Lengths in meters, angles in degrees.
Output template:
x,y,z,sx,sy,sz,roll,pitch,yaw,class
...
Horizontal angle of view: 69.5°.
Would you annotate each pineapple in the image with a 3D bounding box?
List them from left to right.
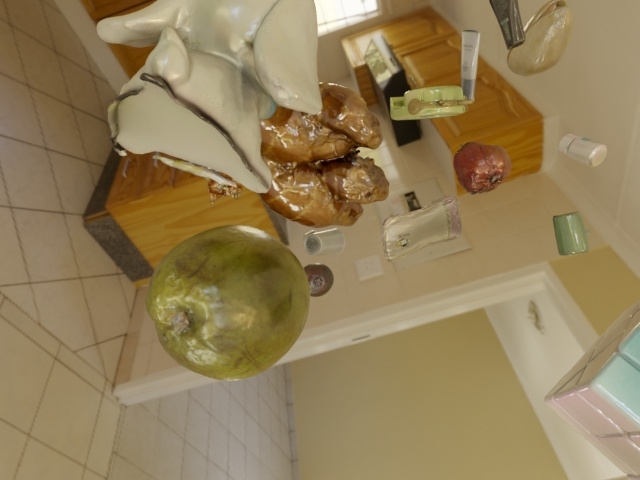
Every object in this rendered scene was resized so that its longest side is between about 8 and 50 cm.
x,y,z,sx,sy,sz,roll,pitch,yaw,class
-0.238,-0.198,0.972,0.233,0.080,0.135,54,-30,32,pineapple

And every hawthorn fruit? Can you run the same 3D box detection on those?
x,y,z,sx,sy,sz,roll,pitch,yaw,class
0.441,-0.215,1.288,0.148,0.148,0.172,65,-1,-52,hawthorn fruit

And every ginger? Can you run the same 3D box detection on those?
x,y,z,sx,sy,sz,roll,pitch,yaw,class
-0.009,-0.157,0.890,0.152,0.275,0.357,-76,160,-45,ginger

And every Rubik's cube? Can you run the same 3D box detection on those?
x,y,z,sx,sy,sz,roll,pitch,yaw,class
0.687,0.295,0.870,0.316,0.322,0.318,45,-10,25,Rubik's cube

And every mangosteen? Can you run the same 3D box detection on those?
x,y,z,sx,sy,sz,roll,pitch,yaw,class
-0.020,0.139,1.649,0.140,0.140,0.140,-17,90,-84,mangosteen

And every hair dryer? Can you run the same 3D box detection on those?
x,y,z,sx,sy,sz,roll,pitch,yaw,class
0.463,-0.014,0.823,0.150,0.047,0.071,-4,85,-45,hair dryer

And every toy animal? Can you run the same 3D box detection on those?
x,y,z,sx,sy,sz,roll,pitch,yaw,class
-0.126,-0.212,0.538,0.174,0.249,0.289,102,-13,-64,toy animal

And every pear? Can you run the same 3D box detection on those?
x,y,z,sx,sy,sz,roll,pitch,yaw,class
-0.190,0.135,1.058,0.413,0.352,0.351,-14,86,-62,pear

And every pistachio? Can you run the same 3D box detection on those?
x,y,z,sx,sy,sz,roll,pitch,yaw,class
0.522,-0.472,1.090,0.184,0.125,0.124,98,-16,-51,pistachio

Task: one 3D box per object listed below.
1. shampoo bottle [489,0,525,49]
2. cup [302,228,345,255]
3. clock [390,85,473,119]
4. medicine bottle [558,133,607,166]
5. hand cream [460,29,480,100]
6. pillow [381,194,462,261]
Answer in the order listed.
x,y,z,sx,sy,sz,roll,pitch,yaw,class
0.296,-0.378,0.738,0.048,0.027,0.137,-15,-88,65,shampoo bottle
0.000,0.000,1.293,0.116,0.104,0.074,-8,124,-53,cup
0.402,-0.486,1.633,0.308,0.235,0.096,-148,-127,-71,clock
0.576,-0.201,1.016,0.089,0.052,0.052,51,-13,50,medicine bottle
0.541,-0.627,1.675,0.079,0.048,0.255,30,-41,45,hand cream
0.262,-0.030,1.185,0.038,0.233,0.130,-133,-153,-60,pillow
